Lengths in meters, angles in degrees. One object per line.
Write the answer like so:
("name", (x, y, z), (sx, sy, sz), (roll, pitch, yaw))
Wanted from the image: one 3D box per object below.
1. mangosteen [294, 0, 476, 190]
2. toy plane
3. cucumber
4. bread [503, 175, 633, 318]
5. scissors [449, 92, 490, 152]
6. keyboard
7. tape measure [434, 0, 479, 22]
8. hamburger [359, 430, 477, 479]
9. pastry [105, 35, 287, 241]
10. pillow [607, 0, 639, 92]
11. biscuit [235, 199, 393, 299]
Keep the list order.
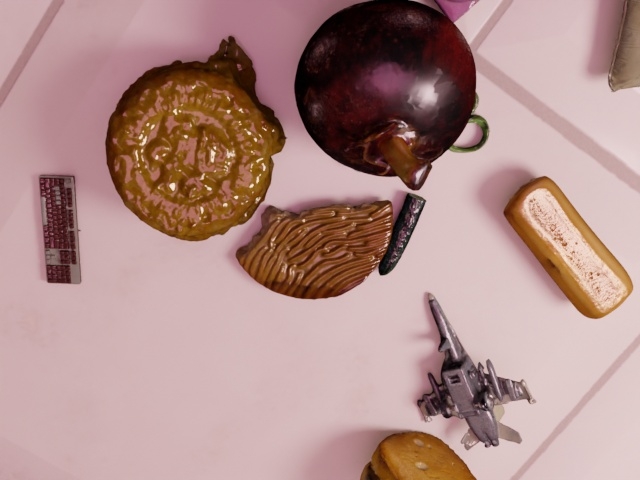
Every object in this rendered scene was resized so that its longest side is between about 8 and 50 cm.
("mangosteen", (0.084, -0.164, 1.012), (0.236, 0.261, 0.235), (-3, 141, -3))
("toy plane", (0.214, 0.206, 1.246), (0.192, 0.088, 0.262), (-21, 106, 33))
("cucumber", (0.118, -0.005, 1.201), (0.032, 0.032, 0.133), (20, 105, -8))
("bread", (0.360, 0.007, 1.192), (0.093, 0.074, 0.239), (-40, 105, 5))
("scissors", (0.138, -0.145, 1.159), (0.204, 0.027, 0.101), (-24, 104, 3))
("keyboard", (-0.380, -0.014, 1.187), (0.055, 0.017, 0.165), (1, 108, -3))
("tape measure", (0.176, -0.364, 1.067), (0.125, 0.074, 0.118), (-37, 111, 14))
("hamburger", (0.151, 0.393, 1.248), (0.182, 0.191, 0.118), (16, 109, -15))
("pastry", (-0.169, -0.122, 1.100), (0.235, 0.132, 0.240), (-23, 108, 6))
("pillow", (0.539, -0.290, 1.103), (0.303, 0.075, 0.184), (1, 110, -5))
("biscuit", (0.000, 0.000, 1.189), (0.228, 0.031, 0.176), (-42, 98, 11))
